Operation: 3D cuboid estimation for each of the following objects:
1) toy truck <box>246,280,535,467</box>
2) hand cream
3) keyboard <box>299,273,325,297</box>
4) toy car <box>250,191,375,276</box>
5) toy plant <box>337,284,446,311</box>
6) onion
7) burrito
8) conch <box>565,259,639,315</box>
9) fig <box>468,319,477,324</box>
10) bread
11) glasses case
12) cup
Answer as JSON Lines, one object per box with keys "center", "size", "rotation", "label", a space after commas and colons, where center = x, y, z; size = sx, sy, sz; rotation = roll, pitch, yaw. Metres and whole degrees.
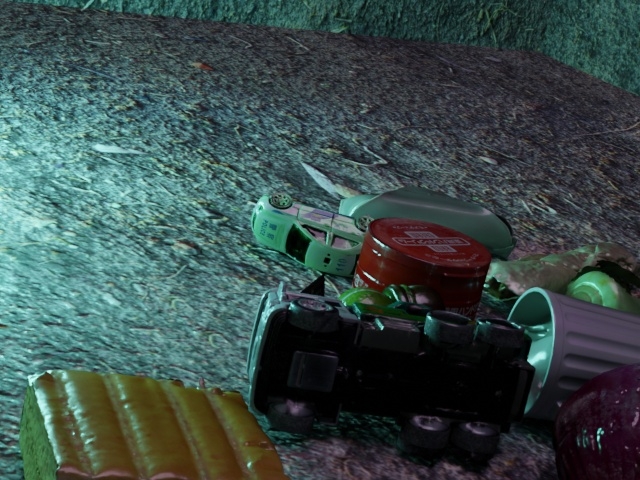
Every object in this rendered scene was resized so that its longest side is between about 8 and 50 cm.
{"center": [0.089, 0.152, 1.588], "size": [0.363, 0.176, 0.178], "rotation": [9, 11, -16], "label": "toy truck"}
{"center": [0.144, 0.055, 1.932], "size": [0.193, 0.125, 0.193], "rotation": [12, 20, -4], "label": "hand cream"}
{"center": [-0.028, 0.100, 1.785], "size": [0.010, 0.063, 0.198], "rotation": [9, 17, 17], "label": "keyboard"}
{"center": [0.000, 0.000, 2.041], "size": [0.224, 0.090, 0.076], "rotation": [15, 47, -1], "label": "toy car"}
{"center": [0.083, 0.106, 1.787], "size": [0.162, 0.092, 0.093], "rotation": [-1, 23, -20], "label": "toy plant"}
{"center": [0.381, 0.255, 1.436], "size": [0.267, 0.159, 0.348], "rotation": [30, 29, 7], "label": "onion"}
{"center": [0.397, 0.052, 2.183], "size": [0.117, 0.076, 0.392], "rotation": [28, 24, 37], "label": "burrito"}
{"center": [0.450, 0.104, 1.982], "size": [0.251, 0.137, 0.143], "rotation": [-7, 27, -45], "label": "conch"}
{"center": [0.204, 0.153, 1.786], "size": [0.074, 0.074, 0.088], "rotation": [3, 44, -27], "label": "fig"}
{"center": [-0.166, 0.217, 1.300], "size": [0.239, 0.111, 0.246], "rotation": [9, 17, -23], "label": "bread"}
{"center": [0.182, -0.044, 2.290], "size": [0.308, 0.083, 0.128], "rotation": [8, 21, -16], "label": "glasses case"}
{"center": [0.349, 0.186, 1.722], "size": [0.202, 0.221, 0.167], "rotation": [12, -15, -14], "label": "cup"}
